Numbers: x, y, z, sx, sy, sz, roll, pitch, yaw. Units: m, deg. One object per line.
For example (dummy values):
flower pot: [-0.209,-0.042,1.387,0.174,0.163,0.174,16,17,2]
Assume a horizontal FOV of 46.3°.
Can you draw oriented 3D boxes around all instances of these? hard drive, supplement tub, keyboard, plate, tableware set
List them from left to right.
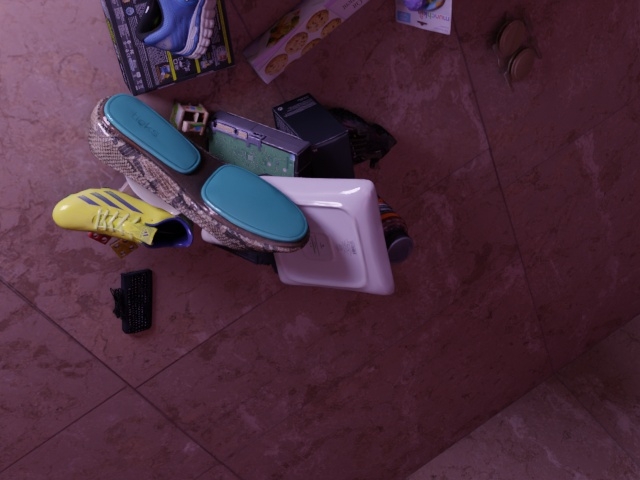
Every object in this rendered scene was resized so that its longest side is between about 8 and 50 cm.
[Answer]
keyboard: [-0.445,0.157,1.780,0.100,0.038,0.192,-11,130,-25]
hard drive: [-0.136,-0.095,1.629,0.064,0.236,0.339,-46,149,-42]
plate: [0.000,0.000,1.535,0.045,0.277,0.277,-54,139,-47]
supplement tub: [0.115,-0.032,1.593,0.106,0.198,0.106,-20,134,-23]
tableware set: [0.472,-0.466,1.835,0.128,0.039,0.194,-50,142,-3]

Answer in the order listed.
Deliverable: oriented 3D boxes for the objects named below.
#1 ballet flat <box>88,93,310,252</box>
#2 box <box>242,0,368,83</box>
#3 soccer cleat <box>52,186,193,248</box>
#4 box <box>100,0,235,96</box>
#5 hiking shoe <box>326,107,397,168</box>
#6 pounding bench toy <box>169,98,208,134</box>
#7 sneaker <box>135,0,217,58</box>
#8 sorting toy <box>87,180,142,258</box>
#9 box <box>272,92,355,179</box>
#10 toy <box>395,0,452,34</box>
ballet flat: [-0.246,-0.099,1.472,0.182,0.482,0.164,-56,-179,46]
box: [-0.012,-0.451,1.521,0.324,0.063,0.067,-38,138,2]
soccer cleat: [-0.390,-0.038,1.520,0.289,0.121,0.094,6,123,-35]
box: [-0.284,-0.422,1.378,0.216,0.060,0.270,-22,135,-16]
hiking shoe: [0.079,-0.229,1.750,0.226,0.086,0.114,17,112,-41]
pounding bench toy: [-0.260,-0.243,1.525,0.065,0.083,0.052,2,124,-32]
sneaker: [-0.234,-0.458,1.239,0.147,0.130,0.330,-2,129,-32]
sorting toy: [-0.383,-0.085,1.607,0.132,0.046,0.274,29,107,-44]
box: [-0.006,-0.167,1.678,0.103,0.184,0.261,-24,136,-13]
toy: [0.198,-0.536,1.527,0.056,0.136,0.237,-41,142,-36]
